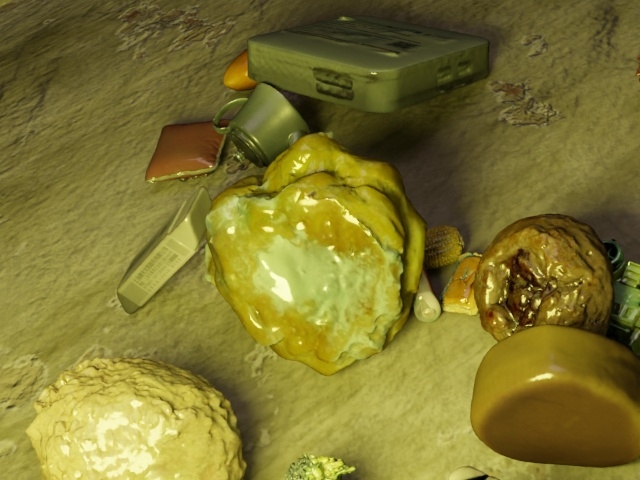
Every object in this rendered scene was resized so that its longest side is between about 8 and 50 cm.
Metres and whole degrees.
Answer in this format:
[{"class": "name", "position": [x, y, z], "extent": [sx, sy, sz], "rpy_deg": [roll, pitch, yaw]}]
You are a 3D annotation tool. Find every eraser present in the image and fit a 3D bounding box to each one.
[{"class": "eraser", "position": [-0.268, 0.025, 1.515], "extent": [0.352, 0.061, 0.089], "rpy_deg": [-39, 23, 47]}]

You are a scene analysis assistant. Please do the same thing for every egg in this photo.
[{"class": "egg", "position": [-0.248, 0.295, 1.223], "extent": [0.310, 0.279, 0.279], "rpy_deg": [19, 51, 8]}]

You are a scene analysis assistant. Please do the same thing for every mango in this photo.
[{"class": "mango", "position": [-0.132, -0.414, 2.056], "extent": [0.217, 0.102, 0.141], "rpy_deg": [-30, 36, -15]}]

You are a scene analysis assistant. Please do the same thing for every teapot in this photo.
[{"class": "teapot", "position": [-0.128, -0.219, 1.820], "extent": [0.149, 0.162, 0.239], "rpy_deg": [-46, 58, -10]}]

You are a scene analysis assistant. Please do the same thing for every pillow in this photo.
[{"class": "pillow", "position": [-0.278, -0.190, 1.891], "extent": [0.171, 0.075, 0.179], "rpy_deg": [-6, 44, 14]}]

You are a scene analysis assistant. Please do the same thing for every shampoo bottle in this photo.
[{"class": "shampoo bottle", "position": [0.163, 0.086, 1.433], "extent": [0.043, 0.072, 0.099], "rpy_deg": [-22, 42, 5]}]

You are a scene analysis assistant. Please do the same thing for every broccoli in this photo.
[{"class": "broccoli", "position": [0.019, 0.357, 1.175], "extent": [0.160, 0.167, 0.155], "rpy_deg": [0, 73, -18]}]

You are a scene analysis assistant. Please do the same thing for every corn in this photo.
[{"class": "corn", "position": [0.145, 0.025, 1.510], "extent": [0.203, 0.072, 0.072], "rpy_deg": [-14, 42, 9]}]

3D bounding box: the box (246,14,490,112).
[{"class": "box", "position": [0.101, -0.378, 1.848], "extent": [0.395, 0.111, 0.396], "rpy_deg": [23, 34, 37]}]

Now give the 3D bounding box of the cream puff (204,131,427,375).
[{"class": "cream puff", "position": [0.000, 0.000, 1.406], "extent": [0.378, 0.379, 0.275], "rpy_deg": [0, 19, 21]}]

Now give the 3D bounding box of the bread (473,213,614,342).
[{"class": "bread", "position": [0.315, 0.068, 1.287], "extent": [0.122, 0.230, 0.230], "rpy_deg": [6, 29, -34]}]

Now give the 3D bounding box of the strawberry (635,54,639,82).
[{"class": "strawberry", "position": [0.698, -0.294, 1.584], "extent": [0.205, 0.205, 0.244], "rpy_deg": [-36, 66, -18]}]

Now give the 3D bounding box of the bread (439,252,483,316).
[{"class": "bread", "position": [0.241, 0.070, 1.437], "extent": [0.072, 0.053, 0.106], "rpy_deg": [10, 55, 34]}]

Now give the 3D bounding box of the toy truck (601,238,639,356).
[{"class": "toy truck", "position": [0.473, 0.108, 1.260], "extent": [0.135, 0.128, 0.259], "rpy_deg": [-49, 48, -11]}]

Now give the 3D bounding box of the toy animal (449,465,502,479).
[{"class": "toy animal", "position": [0.230, 0.370, 1.021], "extent": [0.208, 0.204, 0.156], "rpy_deg": [18, 73, 51]}]

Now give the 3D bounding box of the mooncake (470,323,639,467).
[{"class": "mooncake", "position": [0.310, 0.197, 1.148], "extent": [0.234, 0.235, 0.117], "rpy_deg": [0, 46, 20]}]
